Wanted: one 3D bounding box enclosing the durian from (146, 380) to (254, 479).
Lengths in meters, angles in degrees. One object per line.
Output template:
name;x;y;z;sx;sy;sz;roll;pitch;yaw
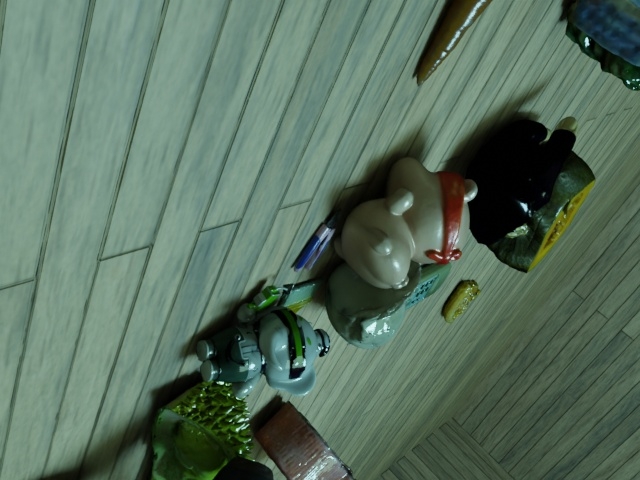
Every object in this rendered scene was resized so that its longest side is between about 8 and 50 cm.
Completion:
durian;-0.196;0.320;1.102;0.169;0.158;0.351;6;134;-18

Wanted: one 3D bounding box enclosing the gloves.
gloves;0.349;-0.123;1.210;0.301;0.152;0.197;-30;174;-46

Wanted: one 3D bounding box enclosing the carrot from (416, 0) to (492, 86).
carrot;0.169;-0.267;0.814;0.048;0.048;0.216;-16;147;-50

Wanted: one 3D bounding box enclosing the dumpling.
dumpling;0.084;0.080;1.115;0.172;0.142;0.247;-40;-170;-9

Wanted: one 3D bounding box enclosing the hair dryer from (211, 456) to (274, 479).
hair dryer;-0.157;0.494;1.023;0.359;0.120;0.303;107;0;-61

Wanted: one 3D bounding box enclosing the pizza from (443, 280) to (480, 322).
pizza;0.372;0.152;1.827;0.131;0.041;0.178;-27;150;-41

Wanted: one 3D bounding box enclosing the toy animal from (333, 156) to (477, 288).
toy animal;0.129;-0.023;1.004;0.198;0.171;0.171;-29;152;-19

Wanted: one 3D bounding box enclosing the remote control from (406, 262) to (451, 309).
remote control;0.182;0.105;1.435;0.234;0.038;0.098;-22;146;-42

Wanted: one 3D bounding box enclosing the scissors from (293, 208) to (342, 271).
scissors;0.000;0.000;0.989;0.039;0.012;0.113;-6;134;-57

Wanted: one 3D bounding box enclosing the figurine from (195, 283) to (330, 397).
figurine;-0.072;0.150;0.977;0.193;0.147;0.126;-5;156;-31

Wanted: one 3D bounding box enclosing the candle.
candle;-0.032;0.459;1.420;0.131;0.287;0.317;-38;113;-12

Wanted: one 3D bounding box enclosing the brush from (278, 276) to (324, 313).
brush;-0.064;0.141;1.114;0.083;0.011;0.205;-17;144;-50

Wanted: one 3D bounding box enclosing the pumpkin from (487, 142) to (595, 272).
pumpkin;0.462;-0.055;1.534;0.222;0.139;0.317;-36;158;-29

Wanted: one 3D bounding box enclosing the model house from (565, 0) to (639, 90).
model house;0.529;-0.331;0.813;0.395;0.445;0.400;-52;158;19
